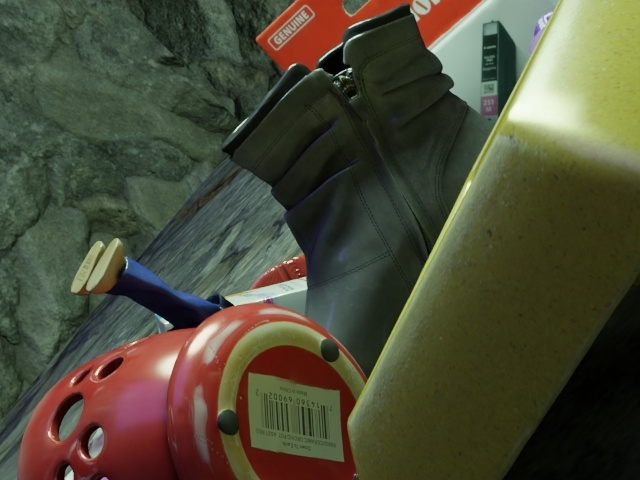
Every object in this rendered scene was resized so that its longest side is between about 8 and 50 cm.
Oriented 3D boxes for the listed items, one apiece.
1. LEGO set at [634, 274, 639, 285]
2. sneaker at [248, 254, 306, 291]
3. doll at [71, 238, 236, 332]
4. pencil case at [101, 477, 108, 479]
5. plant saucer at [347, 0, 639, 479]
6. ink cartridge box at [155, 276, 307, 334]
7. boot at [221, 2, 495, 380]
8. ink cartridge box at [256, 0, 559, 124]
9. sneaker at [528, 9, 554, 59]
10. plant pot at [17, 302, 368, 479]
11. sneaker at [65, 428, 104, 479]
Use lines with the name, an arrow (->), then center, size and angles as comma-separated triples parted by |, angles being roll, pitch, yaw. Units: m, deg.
LEGO set -> 0.195, -0.006, 0.823 | 0.093, 0.087, 0.227 | -60, 5, 7
sneaker -> -0.037, 0.082, 1.482 | 0.221, 0.087, 0.128 | -24, -13, -3
doll -> -0.076, 0.060, 1.132 | 0.046, 0.189, 0.129 | -65, 20, -13
pencil case -> -0.143, 0.214, 1.366 | 0.209, 0.095, 0.098 | -46, 37, 3
plant saucer -> 0.119, -0.028, 0.867 | 0.333, 0.081, 0.332 | -60, -4, -46
ink cartridge box -> -0.037, 0.070, 1.340 | 0.181, 0.061, 0.104 | -13, 4, -10
boot -> 0.000, 0.000, 1.236 | 0.338, 0.223, 0.118 | -47, 10, -12
ink cartridge box -> 0.097, -0.163, 1.484 | 0.275, 0.239, 0.060 | -39, 9, 34
sneaker -> 0.203, -0.127, 1.284 | 0.095, 0.104, 0.236 | -38, 12, 30
plant pot -> -0.066, 0.143, 1.028 | 0.174, 0.191, 0.191 | -26, 20, 43
sneaker -> -0.182, 0.233, 1.458 | 0.212, 0.094, 0.080 | -57, -5, 13
